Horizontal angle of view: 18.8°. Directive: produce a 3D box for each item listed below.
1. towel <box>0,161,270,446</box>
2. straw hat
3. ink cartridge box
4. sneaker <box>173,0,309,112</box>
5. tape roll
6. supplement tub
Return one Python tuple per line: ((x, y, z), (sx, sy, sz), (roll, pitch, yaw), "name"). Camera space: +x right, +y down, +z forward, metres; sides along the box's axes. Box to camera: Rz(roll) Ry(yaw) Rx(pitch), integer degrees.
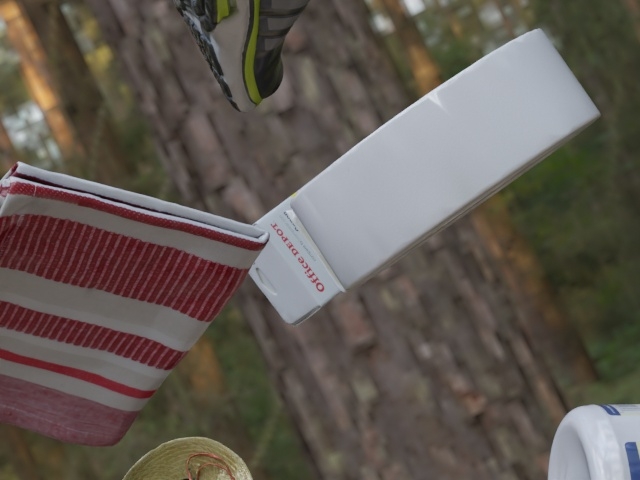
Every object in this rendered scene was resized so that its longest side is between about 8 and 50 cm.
((-0.217, 0.068, 1.659), (0.237, 0.037, 0.329), (14, -42, -25), "towel")
((-0.131, 0.268, 1.886), (0.144, 0.144, 0.061), (-25, -16, -19), "straw hat")
((0.000, 0.000, 2.282), (0.175, 0.127, 0.072), (-39, 2, -38), "ink cartridge box")
((-0.036, -0.179, 1.343), (0.121, 0.111, 0.300), (-27, -11, -6), "sneaker")
((0.112, -0.071, 1.761), (0.286, 0.100, 0.286), (-35, -2, -2), "tape roll")
((0.444, 0.304, 2.228), (0.325, 0.235, 0.235), (0, -6, -9), "supplement tub")
